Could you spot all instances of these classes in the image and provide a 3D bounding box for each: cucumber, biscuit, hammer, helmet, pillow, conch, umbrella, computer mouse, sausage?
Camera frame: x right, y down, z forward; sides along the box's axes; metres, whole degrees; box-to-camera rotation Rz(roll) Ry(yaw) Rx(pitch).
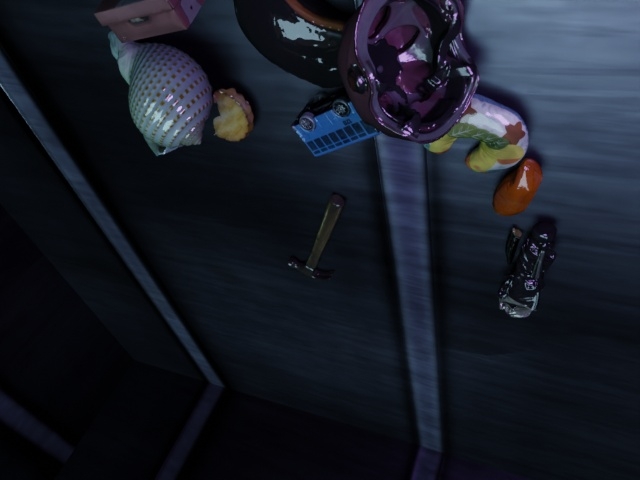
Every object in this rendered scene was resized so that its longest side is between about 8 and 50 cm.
[{"bbox_3d":[0.521,0.016,1.426,0.034,0.033,0.135,20,143,19],"label":"cucumber"},{"bbox_3d":[-0.235,-0.341,1.438,0.118,0.061,0.183,25,146,0],"label":"biscuit"},{"bbox_3d":[0.000,0.000,1.719,0.168,0.044,0.440,25,144,4],"label":"hammer"},{"bbox_3d":[0.149,-0.358,1.041,0.338,0.271,0.197,52,167,-30],"label":"helmet"},{"bbox_3d":[0.352,-0.240,1.191,0.233,0.086,0.214,24,154,0],"label":"pillow"},{"bbox_3d":[-0.398,-0.385,1.352,0.303,0.215,0.319,-22,84,69],"label":"conch"},{"bbox_3d":[0.565,0.092,1.432,0.113,0.106,0.358,18,143,18],"label":"umbrella"},{"bbox_3d":[-0.052,-0.450,1.149,0.323,0.116,0.183,30,147,-5],"label":"computer mouse"},{"bbox_3d":[0.471,-0.125,1.245,0.089,0.089,0.179,23,149,6],"label":"sausage"}]

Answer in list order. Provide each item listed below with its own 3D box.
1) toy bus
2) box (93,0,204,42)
[{"bbox_3d":[0.060,-0.299,1.262,0.233,0.116,0.134,-12,127,42],"label":"toy bus"},{"bbox_3d":[-0.349,-0.541,1.137,0.215,0.215,0.086,2,147,28],"label":"box"}]
